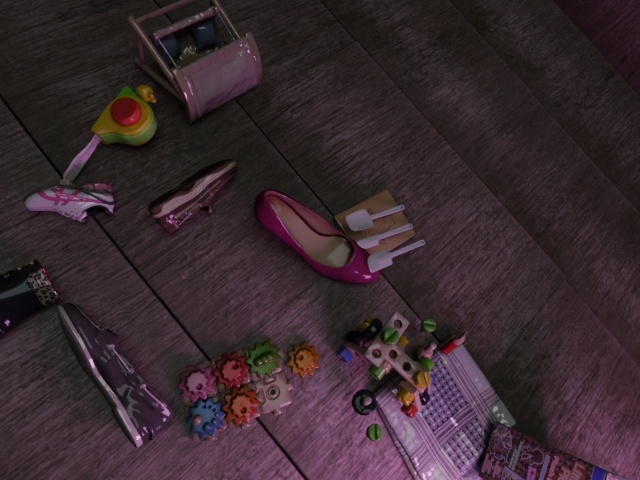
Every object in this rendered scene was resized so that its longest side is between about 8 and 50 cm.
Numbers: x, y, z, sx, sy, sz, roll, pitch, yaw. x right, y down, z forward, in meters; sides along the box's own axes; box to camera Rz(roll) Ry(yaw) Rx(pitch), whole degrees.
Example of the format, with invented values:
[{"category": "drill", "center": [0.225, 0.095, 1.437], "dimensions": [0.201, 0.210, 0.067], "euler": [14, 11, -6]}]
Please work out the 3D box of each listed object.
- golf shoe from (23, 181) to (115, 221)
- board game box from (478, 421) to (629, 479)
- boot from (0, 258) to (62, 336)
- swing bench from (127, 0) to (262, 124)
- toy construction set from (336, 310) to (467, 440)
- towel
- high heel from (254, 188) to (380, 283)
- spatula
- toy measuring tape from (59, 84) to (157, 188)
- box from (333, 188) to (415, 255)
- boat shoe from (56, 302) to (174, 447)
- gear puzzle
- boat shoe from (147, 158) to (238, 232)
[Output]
[{"category": "golf shoe", "center": [-0.580, -0.085, 0.964], "dimensions": [0.185, 0.067, 0.086], "euler": [-9, 76, -20]}, {"category": "board game box", "center": [0.561, 0.559, 0.937], "dimensions": [0.231, 0.291, 0.141], "euler": [28, 77, -17]}, {"category": "boot", "center": [-0.685, 0.081, 0.869], "dimensions": [0.178, 0.085, 0.237], "euler": [-34, 90, -26]}, {"category": "swing bench", "center": [-0.328, -0.501, 1.130], "dimensions": [0.253, 0.165, 0.255], "euler": [-41, 87, -25]}, {"category": "toy construction set", "center": [0.206, 0.263, 0.962], "dimensions": [0.308, 0.237, 0.258], "euler": [-19, 64, -18]}, {"category": "towel", "center": [0.328, 0.456, 1.061], "dimensions": [0.312, 0.056, 0.325], "euler": [-27, 82, -23]}, {"category": "high heel", "center": [0.000, 0.000, 1.042], "dimensions": [0.376, 0.181, 0.127], "euler": [25, 75, -5]}, {"category": "spatula", "center": [0.186, -0.022, 1.148], "dimensions": [0.241, 0.019, 0.168], "euler": [-19, 76, -37]}, {"category": "toy measuring tape", "center": [-0.499, -0.246, 1.026], "dimensions": [0.121, 0.121, 0.330], "euler": [28, 75, -6]}, {"category": "box", "center": [0.158, -0.039, 1.197], "dimensions": [0.201, 0.021, 0.165], "euler": [-29, 82, -24]}, {"category": "boat shoe", "center": [-0.431, 0.267, 0.876], "dimensions": [0.095, 0.112, 0.335], "euler": [-31, 88, -41]}, {"category": "gear puzzle", "center": [-0.149, 0.329, 0.965], "dimensions": [0.338, 0.044, 0.176], "euler": [-14, 76, -21]}, {"category": "boat shoe", "center": [-0.307, -0.113, 1.059], "dimensions": [0.257, 0.095, 0.095], "euler": [-40, 120, -27]}]
